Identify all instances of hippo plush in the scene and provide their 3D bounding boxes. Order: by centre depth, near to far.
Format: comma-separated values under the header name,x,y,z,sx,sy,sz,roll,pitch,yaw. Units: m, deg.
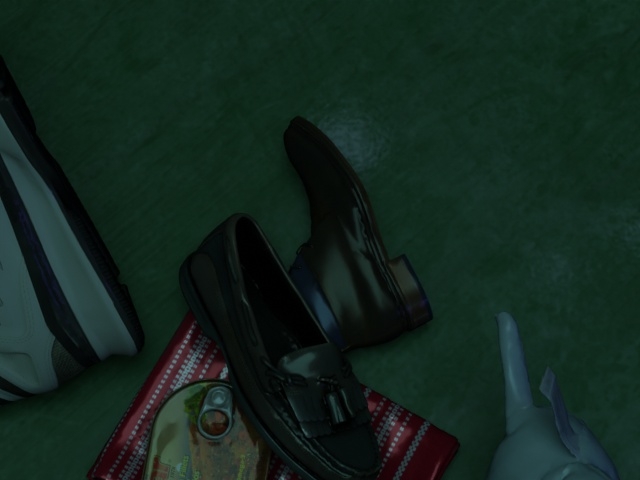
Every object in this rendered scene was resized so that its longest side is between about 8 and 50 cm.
name,x,y,z,sx,sy,sz,roll,pitch,yaw
hippo plush,0.154,0.271,1.557,0.236,0.234,0.294,-34,117,3

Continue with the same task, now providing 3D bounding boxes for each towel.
name,x,y,z,sx,sy,sz,roll,pitch,yaw
towel,-0.039,0.191,1.699,0.275,0.031,0.199,29,75,9

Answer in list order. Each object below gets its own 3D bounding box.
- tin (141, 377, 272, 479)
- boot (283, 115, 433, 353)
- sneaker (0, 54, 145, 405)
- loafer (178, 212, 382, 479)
name,x,y,z,sx,sy,sz,roll,pitch,yaw
tin,-0.099,0.211,1.658,0.106,0.040,0.190,10,73,-1
boot,0.000,0.000,1.727,0.106,0.082,0.219,-29,78,-11
sneaker,-0.350,-0.037,1.618,0.257,0.169,0.448,-27,112,-3
loafer,-0.029,0.094,1.656,0.096,0.084,0.267,-11,56,-45
